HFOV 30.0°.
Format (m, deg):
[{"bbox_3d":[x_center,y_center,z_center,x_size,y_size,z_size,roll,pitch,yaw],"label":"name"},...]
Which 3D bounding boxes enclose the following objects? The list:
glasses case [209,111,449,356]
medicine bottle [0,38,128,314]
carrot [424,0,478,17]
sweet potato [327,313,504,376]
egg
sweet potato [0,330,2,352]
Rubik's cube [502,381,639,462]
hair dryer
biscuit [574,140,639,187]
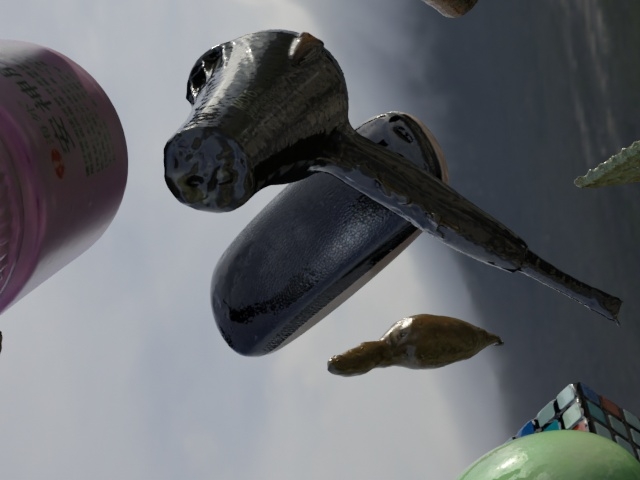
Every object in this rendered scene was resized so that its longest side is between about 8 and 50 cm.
[{"bbox_3d":[0.000,0.000,1.158,0.075,0.314,0.122,5,-129,-49],"label":"glasses case"},{"bbox_3d":[-0.242,-0.033,0.755,0.290,0.178,0.178,-59,-36,-76],"label":"medicine bottle"},{"bbox_3d":[0.051,-0.307,1.141,0.260,0.070,0.070,34,-140,-26],"label":"carrot"},{"bbox_3d":[0.113,0.133,1.524,0.075,0.270,0.074,17,110,56],"label":"sweet potato"},{"bbox_3d":[0.216,0.310,1.180,0.269,0.220,0.220,-53,-8,6],"label":"egg"},{"bbox_3d":[-0.378,0.147,1.172,0.058,0.078,0.255,54,-170,-3],"label":"sweet potato"},{"bbox_3d":[0.317,0.311,1.394,0.187,0.182,0.184,31,-151,-21],"label":"Rubik's cube"},{"bbox_3d":[0.063,-0.025,0.818,0.120,0.360,0.303,-60,4,16],"label":"hair dryer"},{"bbox_3d":[0.307,-0.089,0.888,0.231,0.139,0.016,-39,63,58],"label":"biscuit"}]
